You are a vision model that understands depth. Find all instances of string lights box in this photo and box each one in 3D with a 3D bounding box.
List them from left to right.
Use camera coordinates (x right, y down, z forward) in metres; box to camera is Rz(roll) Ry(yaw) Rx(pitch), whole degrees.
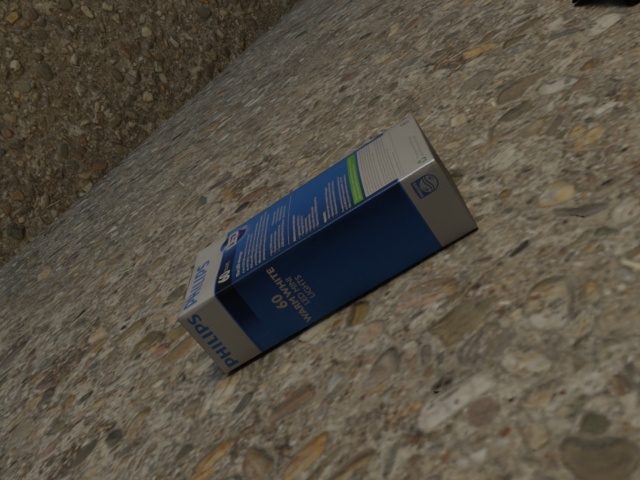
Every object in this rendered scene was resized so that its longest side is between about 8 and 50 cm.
[{"bbox_3d":[0.000,0.000,0.666,0.260,0.077,0.133,-32,22,14],"label":"string lights box"}]

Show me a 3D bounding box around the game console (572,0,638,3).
[{"bbox_3d":[0.360,-0.303,0.809,0.122,0.071,0.107,-38,52,1],"label":"game console"}]
